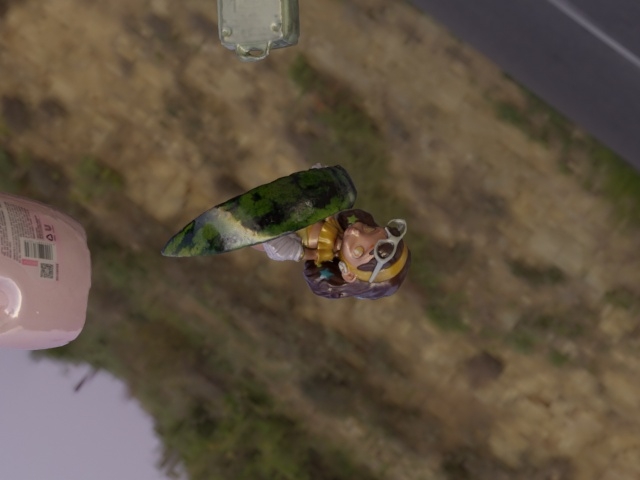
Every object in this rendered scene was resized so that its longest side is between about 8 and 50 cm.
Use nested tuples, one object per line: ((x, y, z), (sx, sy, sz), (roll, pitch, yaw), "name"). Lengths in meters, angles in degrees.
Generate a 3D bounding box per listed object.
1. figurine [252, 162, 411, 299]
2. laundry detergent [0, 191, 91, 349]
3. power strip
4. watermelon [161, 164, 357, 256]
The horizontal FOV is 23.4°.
((0.002, 0.001, 2.018), (0.240, 0.175, 0.116), (21, 138, 11), "figurine")
((-0.376, 0.017, 1.464), (0.335, 0.159, 0.088), (10, 157, -41), "laundry detergent")
((-0.065, -0.311, 1.547), (0.078, 0.272, 0.052), (-4, 177, 19), "power strip")
((-0.059, -0.027, 1.759), (0.063, 0.245, 0.119), (66, 163, 3), "watermelon")
